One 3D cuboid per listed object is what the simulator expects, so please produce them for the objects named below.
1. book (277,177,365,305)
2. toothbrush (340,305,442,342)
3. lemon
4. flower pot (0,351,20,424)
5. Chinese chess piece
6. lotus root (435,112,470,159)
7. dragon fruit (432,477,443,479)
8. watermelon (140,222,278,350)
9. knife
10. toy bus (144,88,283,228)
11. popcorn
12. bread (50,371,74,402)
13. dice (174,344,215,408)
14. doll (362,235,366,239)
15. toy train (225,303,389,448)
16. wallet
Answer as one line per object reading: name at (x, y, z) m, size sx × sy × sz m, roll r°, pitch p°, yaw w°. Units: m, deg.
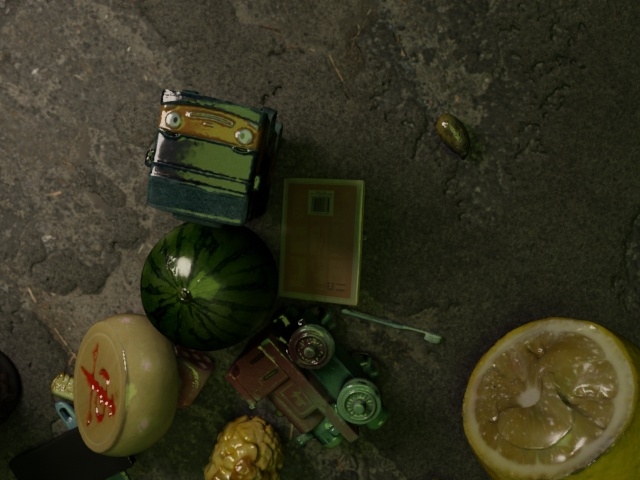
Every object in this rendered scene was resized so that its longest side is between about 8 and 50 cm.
book at (0.000, 0.000, 0.917) m, size 0.170 × 0.018 × 0.242 m, roll 5°, pitch 94°, yaw 19°
toothbrush at (0.146, 0.174, 0.960) m, size 0.219 × 0.016 × 0.019 m, roll 17°, pitch 102°, yaw -4°
lemon at (0.466, 0.340, 0.831) m, size 0.363 × 0.364 × 0.365 m, roll 0°, pitch 94°, yaw -2°
flower pot at (-0.706, 0.307, 0.821) m, size 0.266 × 0.267 × 0.267 m, roll 0°, pitch 93°, yaw -3°
Chinese chess piece at (-0.359, 0.259, 0.846) m, size 0.250 × 0.097 × 0.251 m, roll -6°, pitch 81°, yaw 41°
lotus root at (0.265, -0.206, 0.918) m, size 0.049 × 0.054 × 0.099 m, roll -33°, pitch 93°, yaw 22°
dragon fruit at (0.248, 0.536, 0.955) m, size 0.116 × 0.081 × 0.086 m, roll 34°, pitch 103°, yaw -4°
watermelon at (-0.195, 0.078, 0.830) m, size 0.242 × 0.242 × 0.243 m, roll 0°, pitch 94°, yaw -2°
knife at (-0.448, 0.457, 0.964) m, size 0.044 × 0.019 × 0.313 m, roll -31°, pitch 96°, yaw 0°
toy bus at (-0.160, -0.130, 0.779) m, size 0.161 × 0.323 × 0.194 m, roll 13°, pitch 96°, yaw -3°
popcorn at (-0.150, 0.433, 0.897) m, size 0.179 × 0.180 × 0.170 m, roll -31°, pitch 59°, yaw 1°
bread at (-0.499, 0.300, 0.942) m, size 0.087 × 0.033 × 0.049 m, roll 19°, pitch 79°, yaw -7°
dice at (-0.271, 0.265, 0.916) m, size 0.094 × 0.091 × 0.093 m, roll 36°, pitch 92°, yaw -2°
doll at (0.038, -0.022, 0.933) m, size 0.114 × 0.039 × 0.057 m, roll 23°, pitch 64°, yaw 7°
toy train at (-0.016, 0.275, 0.907) m, size 0.221 × 0.150 × 0.304 m, roll -40°, pitch 95°, yaw 12°
wallet at (-0.502, 0.448, 0.942) m, size 0.244 × 0.025 × 0.124 m, roll -27°, pitch 97°, yaw 9°
